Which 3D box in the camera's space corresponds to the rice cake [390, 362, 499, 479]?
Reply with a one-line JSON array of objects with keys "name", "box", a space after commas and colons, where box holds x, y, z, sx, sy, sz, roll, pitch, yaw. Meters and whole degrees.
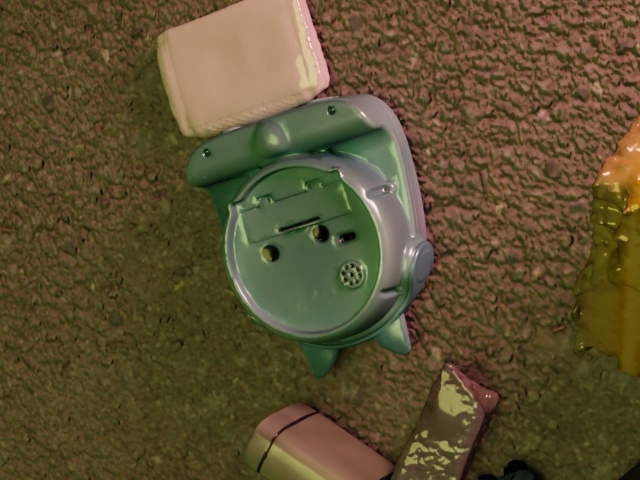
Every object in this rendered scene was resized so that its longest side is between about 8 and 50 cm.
[{"name": "rice cake", "box": [0.085, 0.303, 1.945, 0.070, 0.064, 0.399, 25, 108, 11]}]

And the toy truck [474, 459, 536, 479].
[{"name": "toy truck", "box": [0.166, 0.278, 1.909, 0.136, 0.063, 0.074, -28, 99, 31]}]

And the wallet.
[{"name": "wallet", "box": [-0.081, -0.182, 1.975, 0.183, 0.032, 0.124, -18, 89, 28]}]

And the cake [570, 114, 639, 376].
[{"name": "cake", "box": [0.389, 0.017, 1.625, 0.286, 0.227, 0.222, 22, 139, 26]}]

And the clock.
[{"name": "clock", "box": [0.000, 0.000, 1.926, 0.224, 0.094, 0.274, -19, 88, 28]}]

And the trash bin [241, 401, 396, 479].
[{"name": "trash bin", "box": [0.001, 0.228, 1.945, 0.130, 0.116, 0.059, 32, 111, 18]}]

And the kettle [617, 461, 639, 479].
[{"name": "kettle", "box": [0.310, 0.397, 1.807, 0.203, 0.262, 0.308, 34, 111, -20]}]
